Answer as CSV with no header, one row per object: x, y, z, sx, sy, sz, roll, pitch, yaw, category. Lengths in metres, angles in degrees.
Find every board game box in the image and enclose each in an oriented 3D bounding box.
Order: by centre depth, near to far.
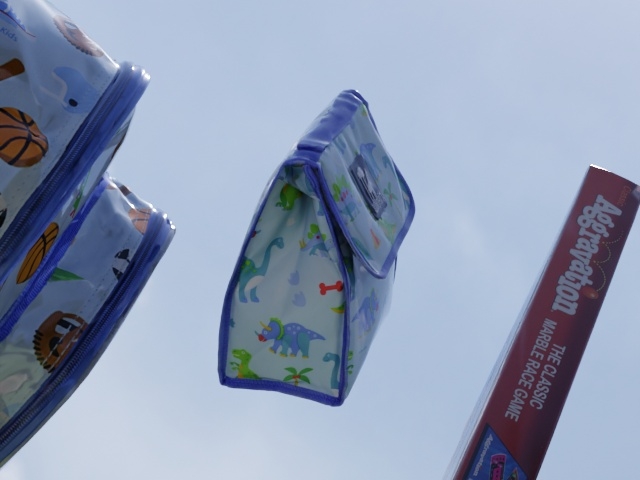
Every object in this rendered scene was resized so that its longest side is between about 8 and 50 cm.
0.049,0.099,0.669,0.027,0.281,0.145,26,-54,5,board game box

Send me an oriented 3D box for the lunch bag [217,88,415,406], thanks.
0.000,0.000,1.140,0.096,0.129,0.151,8,-66,11,lunch bag

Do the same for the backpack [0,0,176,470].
-0.192,0.004,0.888,0.213,0.276,0.263,30,-46,-11,backpack
